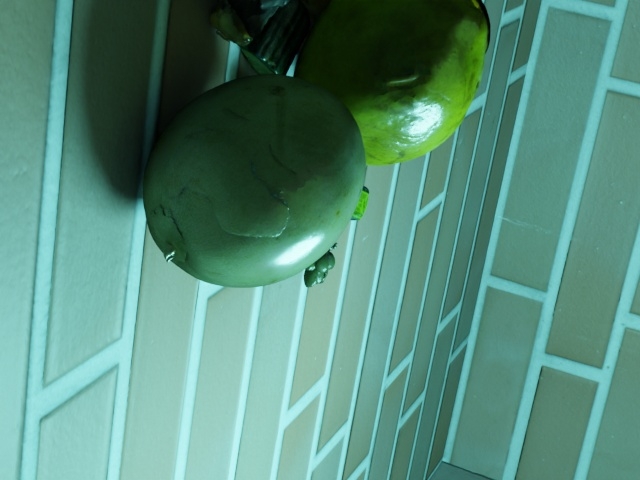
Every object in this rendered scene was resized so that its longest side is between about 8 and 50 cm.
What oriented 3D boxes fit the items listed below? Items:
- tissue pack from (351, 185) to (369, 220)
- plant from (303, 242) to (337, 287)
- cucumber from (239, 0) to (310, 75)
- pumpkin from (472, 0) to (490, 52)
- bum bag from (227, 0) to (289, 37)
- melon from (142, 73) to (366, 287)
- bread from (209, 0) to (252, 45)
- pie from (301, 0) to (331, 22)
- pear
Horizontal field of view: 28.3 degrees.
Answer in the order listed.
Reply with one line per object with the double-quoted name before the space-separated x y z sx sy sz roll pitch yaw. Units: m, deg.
"tissue pack" -0.038 -0.083 1.959 0.235 0.173 0.073 20 81 -71
"plant" 0.000 0.000 2.302 0.085 0.087 0.174 8 94 -41
"cucumber" -0.061 -0.296 1.862 0.115 0.062 0.116 -63 150 -15
"pumpkin" 0.135 -0.281 2.127 0.325 0.242 0.232 -42 -175 -5
"bum bag" -0.107 -0.380 1.610 0.144 0.095 0.340 -67 157 -12
"melon" -0.091 -0.073 1.669 0.330 0.268 0.269 -45 148 -38
"bread" -0.108 -0.322 1.742 0.072 0.053 0.106 46 58 -43
"pie" 0.066 -0.460 1.912 0.339 0.083 0.339 -42 164 -15
"pear" 0.104 -0.253 1.881 0.321 0.269 0.269 -37 175 23
